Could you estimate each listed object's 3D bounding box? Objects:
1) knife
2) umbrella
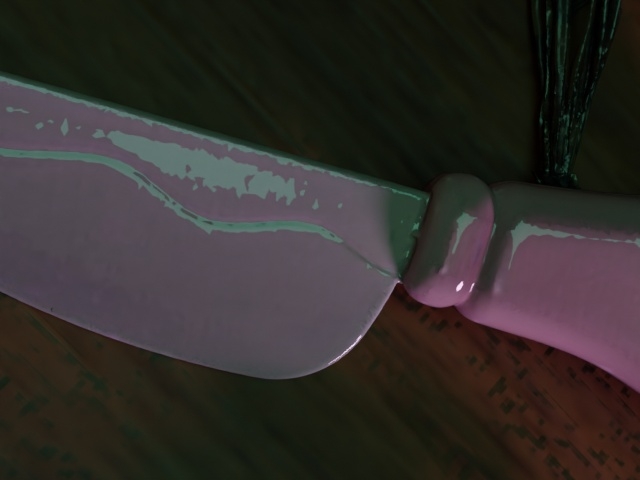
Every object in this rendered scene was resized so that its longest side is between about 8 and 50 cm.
[{"bbox_3d":[0.000,0.003,0.344,0.336,0.043,0.081,12,99,-12],"label":"knife"},{"bbox_3d":[0.082,-0.054,0.381,0.031,0.020,0.083,12,87,-17],"label":"umbrella"}]
